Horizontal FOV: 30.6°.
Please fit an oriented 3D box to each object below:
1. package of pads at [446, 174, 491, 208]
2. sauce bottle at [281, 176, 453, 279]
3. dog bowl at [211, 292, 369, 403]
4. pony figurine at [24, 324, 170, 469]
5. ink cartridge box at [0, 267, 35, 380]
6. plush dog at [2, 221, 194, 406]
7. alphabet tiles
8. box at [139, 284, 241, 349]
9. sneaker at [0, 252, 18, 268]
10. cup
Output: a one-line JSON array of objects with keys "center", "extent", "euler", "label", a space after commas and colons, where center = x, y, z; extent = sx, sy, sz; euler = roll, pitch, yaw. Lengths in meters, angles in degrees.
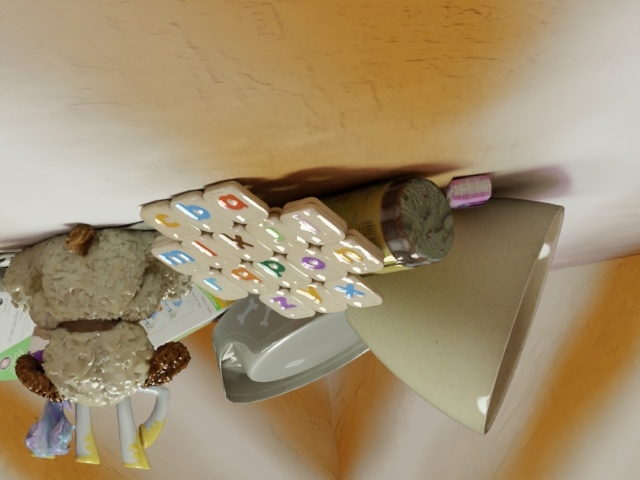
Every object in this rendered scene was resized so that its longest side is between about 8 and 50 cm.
[{"center": [0.187, -0.060, 1.482], "extent": [0.050, 0.032, 0.083], "euler": [-6, 174, 1], "label": "package of pads"}, {"center": [0.000, 0.000, 1.467], "extent": [0.344, 0.111, 0.111], "euler": [-10, 173, 39], "label": "sauce bottle"}, {"center": [-0.020, 0.135, 1.896], "extent": [0.349, 0.102, 0.349], "euler": [-25, 160, -10], "label": "dog bowl"}, {"center": [-0.423, 0.219, 2.128], "extent": [0.351, 0.363, 0.303], "euler": [12, 168, -24], "label": "pony figurine"}, {"center": [-0.519, 0.117, 1.632], "extent": [0.219, 0.160, 0.092], "euler": [-2, -150, -44], "label": "ink cartridge box"}, {"center": [-0.286, 0.102, 1.519], "extent": [0.262, 0.225, 0.210], "euler": [-6, 174, -5], "label": "plush dog"}, {"center": [-0.066, 0.015, 1.393], "extent": [0.284, 0.021, 0.278], "euler": [-13, 142, 42], "label": "alphabet tiles"}, {"center": [-0.234, 0.103, 1.857], "extent": [0.203, 0.103, 0.114], "euler": [-28, 176, -6], "label": "box"}, {"center": [-0.421, 0.036, 1.636], "extent": [0.083, 0.037, 0.032], "euler": [0, 172, -41], "label": "sneaker"}, {"center": [0.174, 0.072, 1.626], "extent": [0.237, 0.331, 0.331], "euler": [20, -179, 15], "label": "cup"}]
